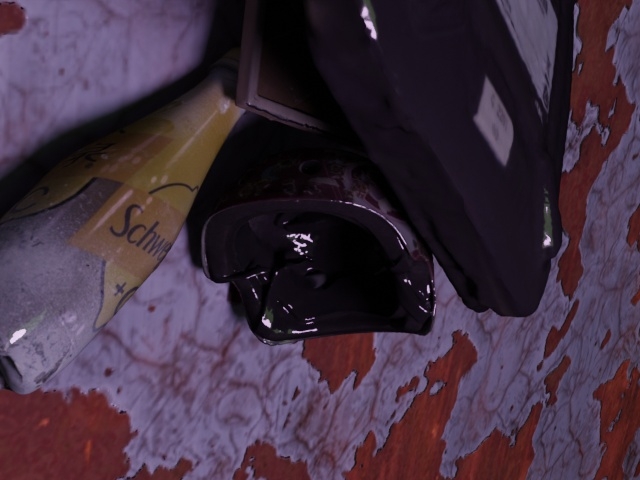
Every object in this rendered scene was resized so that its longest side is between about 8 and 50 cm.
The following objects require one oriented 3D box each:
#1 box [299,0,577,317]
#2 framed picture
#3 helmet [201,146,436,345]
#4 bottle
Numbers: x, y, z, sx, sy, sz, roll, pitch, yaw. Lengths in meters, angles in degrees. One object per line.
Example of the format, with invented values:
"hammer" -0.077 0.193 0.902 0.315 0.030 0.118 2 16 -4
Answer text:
"box" 0.099 -0.163 0.711 0.359 0.091 0.350 51 41 -48
"framed picture" 0.030 -0.156 0.755 0.250 0.016 0.184 11 83 -54
"helmet" 0.005 -0.008 0.742 0.177 0.153 0.107 63 32 -44
"bottle" -0.113 -0.028 0.623 0.269 0.083 0.083 -52 142 -33
